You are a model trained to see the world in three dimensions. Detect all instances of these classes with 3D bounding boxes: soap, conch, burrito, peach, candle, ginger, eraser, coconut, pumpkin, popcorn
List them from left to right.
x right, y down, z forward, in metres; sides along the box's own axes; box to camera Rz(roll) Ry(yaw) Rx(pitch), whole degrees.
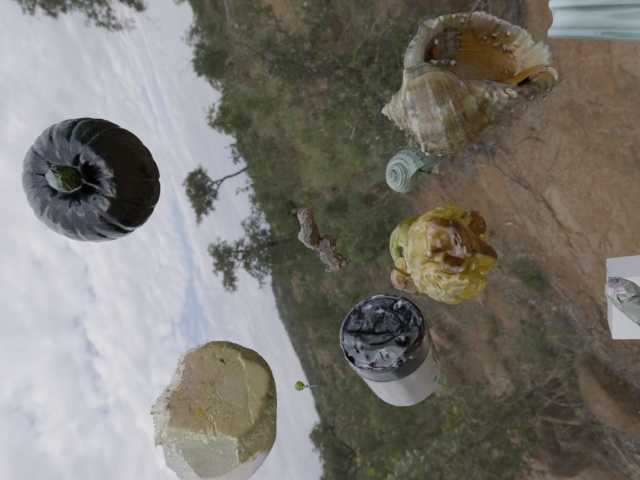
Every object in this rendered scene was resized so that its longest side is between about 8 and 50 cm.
[{"bbox_3d":[-0.447,-0.117,0.782,0.248,0.248,0.248,159,90,-85],"label":"pumpkin"},{"bbox_3d":[-0.242,0.419,0.968,0.310,0.297,0.297,100,153,-47],"label":"coconut"},{"bbox_3d":[0.001,0.002,1.574,0.290,0.122,0.084,52,-156,-19],"label":"ginger"},{"bbox_3d":[0.177,0.269,0.923,0.330,0.187,0.187,58,-177,-43],"label":"candle"},{"bbox_3d":[0.314,-0.262,1.449,0.131,0.200,0.172,40,137,17],"label":"conch"},{"bbox_3d":[0.349,0.023,1.397,0.231,0.230,0.231,159,90,-85],"label":"peach"},{"bbox_3d":[0.348,0.056,1.162,0.332,0.225,0.265,-50,57,34],"label":"popcorn"},{"bbox_3d":[0.308,-0.333,0.898,0.210,0.352,0.297,119,145,-79],"label":"conch"},{"bbox_3d":[0.873,0.171,1.170,0.298,0.078,0.076,58,-144,-36],"label":"eraser"},{"bbox_3d":[0.606,-0.458,0.799,0.265,0.159,0.088,-115,6,-59],"label":"soap"},{"bbox_3d":[0.642,0.136,0.820,0.203,0.064,0.064,33,-174,-18],"label":"burrito"}]

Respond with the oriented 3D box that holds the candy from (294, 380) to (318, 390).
[{"bbox_3d":[-0.050,0.524,1.473,0.123,0.035,0.035,-22,115,45],"label":"candy"}]
